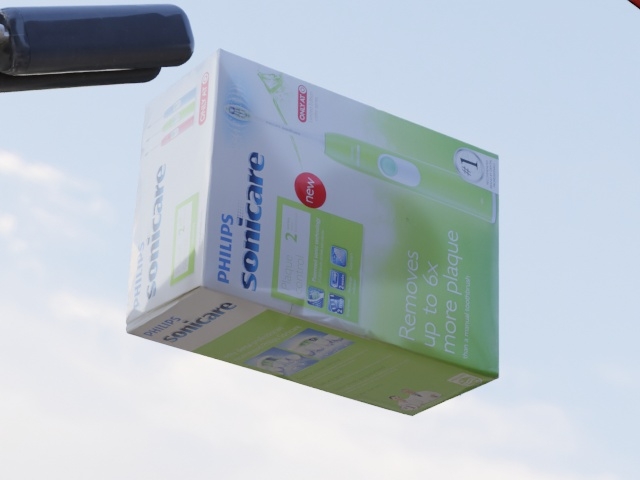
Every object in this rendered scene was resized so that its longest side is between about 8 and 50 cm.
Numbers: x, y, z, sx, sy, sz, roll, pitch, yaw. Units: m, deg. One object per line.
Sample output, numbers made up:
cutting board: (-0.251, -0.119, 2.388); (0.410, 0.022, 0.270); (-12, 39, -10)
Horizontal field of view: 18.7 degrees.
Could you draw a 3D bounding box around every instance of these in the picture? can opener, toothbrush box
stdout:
can opener: (-0.205, -0.140, 1.269); (0.280, 0.093, 0.074); (-3, -11, -44)
toothbrush box: (0.000, 0.000, 1.550); (0.283, 0.206, 0.122); (19, -30, -29)

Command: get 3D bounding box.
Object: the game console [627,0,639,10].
game console: (0.269, -0.267, 1.278); (0.342, 0.386, 0.060); (39, -43, 12)
